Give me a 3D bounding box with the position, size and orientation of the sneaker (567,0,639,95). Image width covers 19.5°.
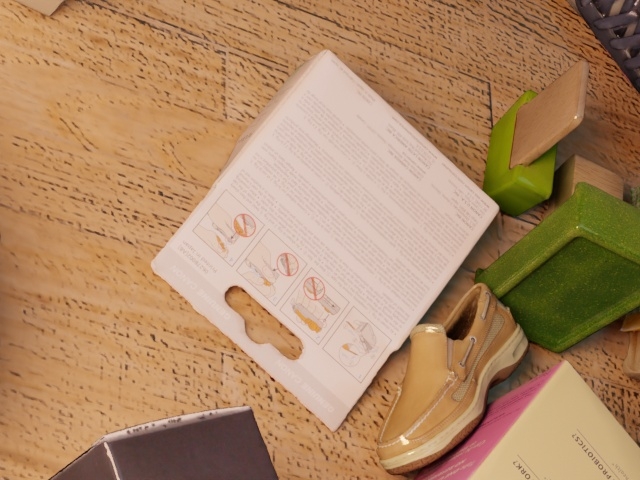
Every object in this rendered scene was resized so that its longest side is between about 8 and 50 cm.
[{"bbox_3d":[0.300,-0.160,1.579,0.319,0.112,0.131,42,41,4],"label":"sneaker"}]

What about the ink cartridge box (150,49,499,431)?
[{"bbox_3d":[0.000,0.000,1.339,0.181,0.056,0.224,42,66,-10],"label":"ink cartridge box"}]

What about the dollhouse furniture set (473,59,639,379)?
[{"bbox_3d":[0.287,0.004,1.452,0.301,0.151,0.197,25,53,-18],"label":"dollhouse furniture set"}]

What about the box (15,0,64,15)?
[{"bbox_3d":[-0.273,-0.266,1.243,0.275,0.094,0.113,25,53,-24],"label":"box"}]

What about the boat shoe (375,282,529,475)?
[{"bbox_3d":[0.082,0.092,1.317,0.072,0.068,0.190,63,34,-14],"label":"boat shoe"}]

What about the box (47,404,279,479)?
[{"bbox_3d":[-0.083,0.220,1.065,0.108,0.153,0.207,-8,71,-40],"label":"box"}]

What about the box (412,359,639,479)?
[{"bbox_3d":[0.143,0.244,1.246,0.213,0.117,0.243,49,46,-3],"label":"box"}]
